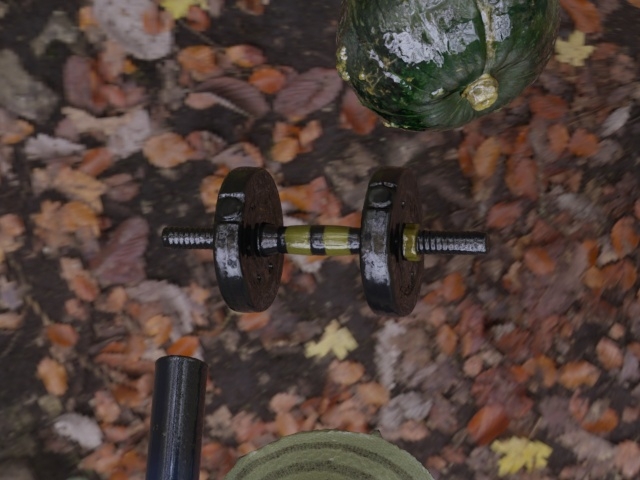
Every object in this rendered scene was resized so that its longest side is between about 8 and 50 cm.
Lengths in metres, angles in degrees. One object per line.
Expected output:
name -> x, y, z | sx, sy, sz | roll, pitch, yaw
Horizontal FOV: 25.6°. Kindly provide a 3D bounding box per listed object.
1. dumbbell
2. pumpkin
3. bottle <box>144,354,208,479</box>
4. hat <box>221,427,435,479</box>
dumbbell -> 0.000, 0.000, 1.342 | 0.325, 0.143, 0.143 | 1, 98, 17
pumpkin -> 0.106, -0.172, 1.172 | 0.190, 0.190, 0.146 | -11, 66, 19
bottle -> -0.190, 0.277, 1.853 | 0.072, 0.082, 0.244 | -19, 58, 42
hat -> -0.006, 0.273, 1.201 | 0.252, 0.110, 0.252 | -3, 75, 12
